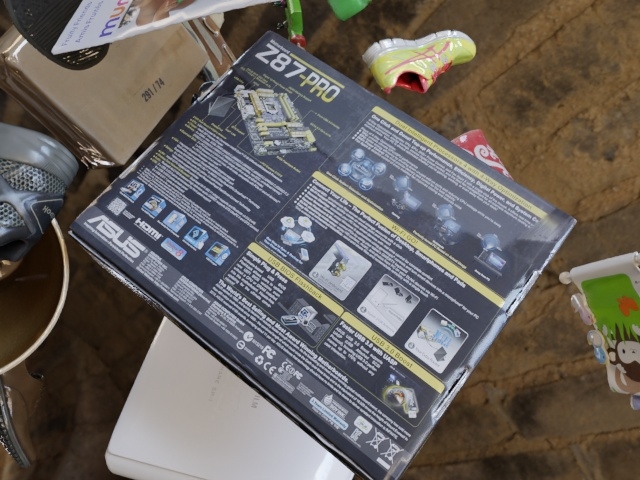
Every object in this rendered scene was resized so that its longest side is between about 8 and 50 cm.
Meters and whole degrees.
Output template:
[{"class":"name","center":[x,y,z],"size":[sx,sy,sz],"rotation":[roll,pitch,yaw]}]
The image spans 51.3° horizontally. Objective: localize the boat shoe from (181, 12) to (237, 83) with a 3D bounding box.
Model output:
[{"class":"boat shoe","center":[-0.314,-0.570,1.751],"size":[0.122,0.119,0.324],"rotation":[46,-17,55]}]

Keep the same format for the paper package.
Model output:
[{"class":"paper package","center":[-0.440,-0.353,1.333],"size":[0.168,0.325,0.309],"rotation":[6,-33,45]}]

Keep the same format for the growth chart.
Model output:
[{"class":"growth chart","center":[0.379,0.126,0.787],"size":[0.237,0.021,0.172],"rotation":[68,-23,14]}]

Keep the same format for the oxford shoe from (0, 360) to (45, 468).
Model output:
[{"class":"oxford shoe","center":[-0.493,0.268,1.098],"size":[0.082,0.096,0.227],"rotation":[12,-66,45]}]

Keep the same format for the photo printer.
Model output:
[{"class":"photo printer","center":[-0.090,0.218,0.881],"size":[0.307,0.256,0.107],"rotation":[12,-34,10]}]

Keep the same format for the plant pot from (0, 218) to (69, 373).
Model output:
[{"class":"plant pot","center":[-0.410,0.017,0.769],"size":[0.254,0.237,0.237],"rotation":[-159,-130,-71]}]

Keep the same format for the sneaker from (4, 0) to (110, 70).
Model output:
[{"class":"sneaker","center":[-0.350,-0.349,0.762],"size":[0.178,0.123,0.296],"rotation":[61,-2,48]}]

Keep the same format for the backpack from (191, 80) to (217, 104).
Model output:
[{"class":"backpack","center":[-0.170,-0.255,1.596],"size":[0.191,0.253,0.225],"rotation":[54,-42,39]}]

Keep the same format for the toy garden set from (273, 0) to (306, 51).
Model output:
[{"class":"toy garden set","center":[-0.052,-0.321,1.224],"size":[0.244,0.049,0.204],"rotation":[86,-5,-57]}]

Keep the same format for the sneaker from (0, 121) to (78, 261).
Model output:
[{"class":"sneaker","center":[-0.319,-0.039,0.514],"size":[0.227,0.130,0.087],"rotation":[15,-23,-4]}]

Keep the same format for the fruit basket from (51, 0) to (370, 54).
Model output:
[{"class":"fruit basket","center":[-0.053,-0.313,0.572],"size":[0.352,0.327,0.165],"rotation":[0,-33,24]}]

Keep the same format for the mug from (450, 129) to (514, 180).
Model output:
[{"class":"mug","center":[0.245,-0.060,0.986],"size":[0.113,0.150,0.169],"rotation":[-38,-107,15]}]

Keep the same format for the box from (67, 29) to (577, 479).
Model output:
[{"class":"box","center":[0.000,0.000,0.679],"size":[0.394,0.318,0.097],"rotation":[35,-16,15]}]

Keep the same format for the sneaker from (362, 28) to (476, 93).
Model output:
[{"class":"sneaker","center":[0.177,-0.294,1.139],"size":[0.081,0.208,0.094],"rotation":[121,-47,-68]}]
